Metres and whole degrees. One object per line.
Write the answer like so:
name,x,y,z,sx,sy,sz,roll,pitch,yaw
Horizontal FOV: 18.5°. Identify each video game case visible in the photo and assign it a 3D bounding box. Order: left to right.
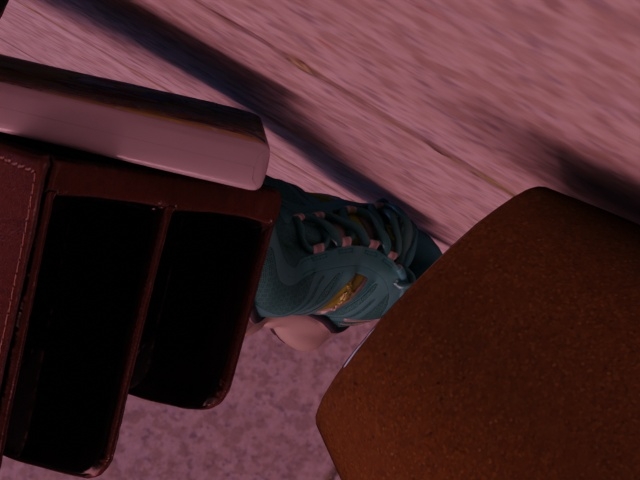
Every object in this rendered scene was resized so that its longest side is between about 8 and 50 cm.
video game case,-0.139,-0.072,1.000,0.227,0.026,0.206,14,-173,-5

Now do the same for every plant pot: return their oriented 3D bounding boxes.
plant pot,0.126,0.110,0.667,0.254,0.237,0.237,43,180,13

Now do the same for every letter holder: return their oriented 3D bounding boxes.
letter holder,-0.196,0.034,1.043,0.152,0.214,0.302,7,-171,-46

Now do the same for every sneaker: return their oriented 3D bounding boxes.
sneaker,0.000,0.000,1.153,0.110,0.107,0.275,-12,170,16

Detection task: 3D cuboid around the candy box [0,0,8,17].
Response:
candy box,-0.251,-0.161,0.943,0.159,0.071,0.233,28,178,-31
